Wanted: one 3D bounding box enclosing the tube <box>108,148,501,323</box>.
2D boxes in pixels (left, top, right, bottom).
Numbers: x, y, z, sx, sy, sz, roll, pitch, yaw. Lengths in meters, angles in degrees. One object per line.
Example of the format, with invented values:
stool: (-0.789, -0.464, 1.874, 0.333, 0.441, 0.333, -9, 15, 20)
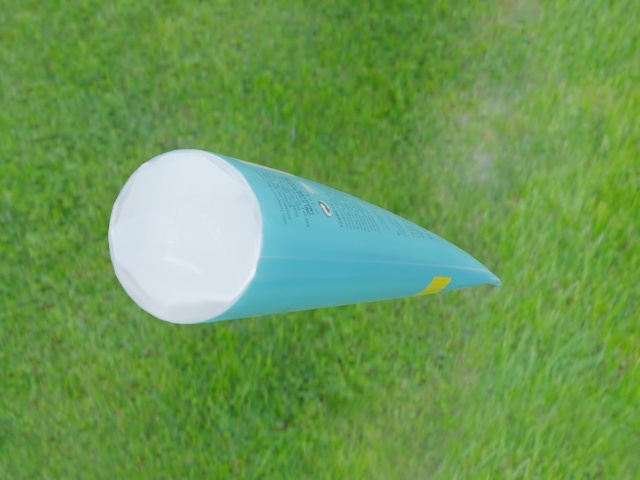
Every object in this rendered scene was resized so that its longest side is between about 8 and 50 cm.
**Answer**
tube: (0.000, 0.000, 0.527, 0.080, 0.207, 0.052, 29, 100, 22)
